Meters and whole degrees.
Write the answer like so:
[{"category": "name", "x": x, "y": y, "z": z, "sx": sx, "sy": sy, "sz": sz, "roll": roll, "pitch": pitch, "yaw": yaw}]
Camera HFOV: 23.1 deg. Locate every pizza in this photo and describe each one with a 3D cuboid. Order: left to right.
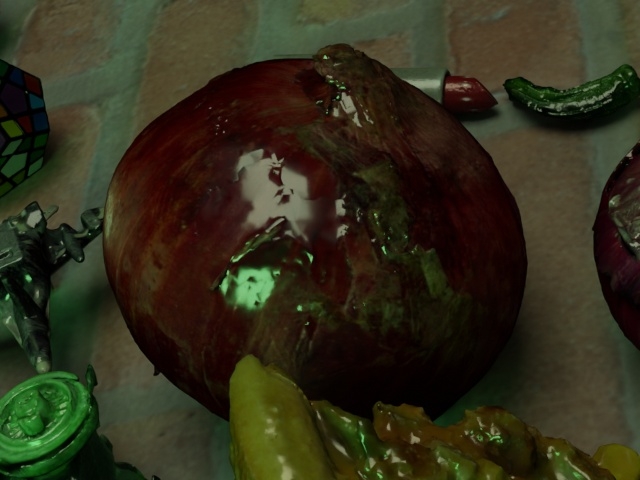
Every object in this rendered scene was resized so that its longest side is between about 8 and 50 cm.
[{"category": "pizza", "x": 0.078, "y": 0.191, "z": 0.801, "sx": 0.258, "sy": 0.087, "sz": 0.268, "roll": 14, "pitch": 40, "yaw": -19}]

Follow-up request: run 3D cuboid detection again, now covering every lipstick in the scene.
[{"category": "lipstick", "x": 0.052, "y": -0.119, "z": 1.269, "sx": 0.186, "sy": 0.063, "sz": 0.057, "roll": 2, "pitch": 47, "yaw": 16}]

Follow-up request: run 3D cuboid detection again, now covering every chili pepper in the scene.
[{"category": "chili pepper", "x": 0.191, "y": -0.109, "z": 1.216, "sx": 0.118, "sy": 0.035, "sz": 0.055, "roll": -2, "pitch": 31, "yaw": 35}]

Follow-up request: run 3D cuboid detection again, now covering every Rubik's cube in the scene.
[{"category": "Rubik's cube", "x": -0.297, "y": -0.101, "z": 1.355, "sx": 0.133, "sy": 0.112, "sz": 0.133, "roll": -14, "pitch": 41, "yaw": 12}]

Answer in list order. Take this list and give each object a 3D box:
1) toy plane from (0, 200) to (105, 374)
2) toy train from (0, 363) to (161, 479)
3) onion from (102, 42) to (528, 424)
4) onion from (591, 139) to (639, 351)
[{"category": "toy plane", "x": -0.223, "y": 0.030, "z": 1.144, "sx": 0.192, "sy": 0.088, "sz": 0.262, "roll": -26, "pitch": 18, "yaw": -7}, {"category": "toy train", "x": -0.199, "y": 0.197, "z": 0.981, "sx": 0.188, "sy": 0.132, "sz": 0.243, "roll": -22, "pitch": 38, "yaw": 6}, {"category": "onion", "x": 0.000, "y": 0.000, "z": 1.015, "sx": 0.276, "sy": 0.276, "sz": 0.276, "roll": -12, "pitch": 42, "yaw": 11}, {"category": "onion", "x": 0.285, "y": -0.002, "z": 0.962, "sx": 0.248, "sy": 0.161, "sz": 0.248, "roll": -18, "pitch": 31, "yaw": 11}]
